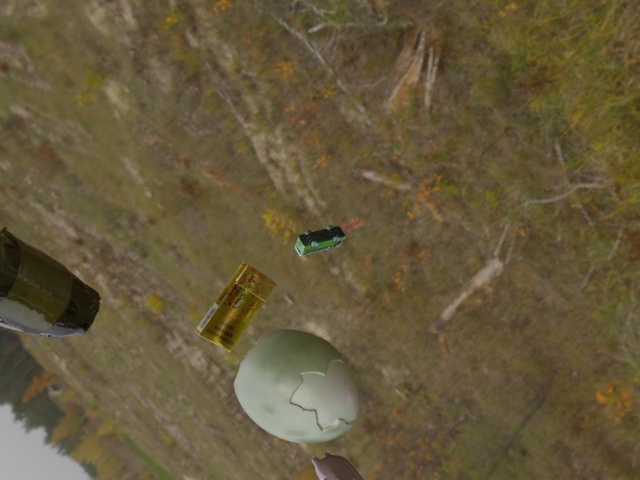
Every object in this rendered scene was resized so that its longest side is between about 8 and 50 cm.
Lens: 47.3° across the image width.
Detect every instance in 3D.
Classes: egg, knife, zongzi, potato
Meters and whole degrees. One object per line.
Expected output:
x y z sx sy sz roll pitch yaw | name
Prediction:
-0.048 0.383 1.902 0.336 0.278 0.278 22 149 22 | egg
0.127 0.536 1.294 0.398 0.038 0.132 48 -157 25 | knife
-0.606 0.079 1.359 0.318 0.154 0.289 8 156 31 | zongzi
-0.025 0.680 1.987 0.110 0.178 0.118 9 119 30 | potato

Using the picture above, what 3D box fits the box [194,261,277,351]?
-0.154 0.123 1.346 0.022 0.156 0.089 31 173 47 | box

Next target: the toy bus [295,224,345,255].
0.000 0.000 1.247 0.031 0.083 0.037 59 147 29 | toy bus
